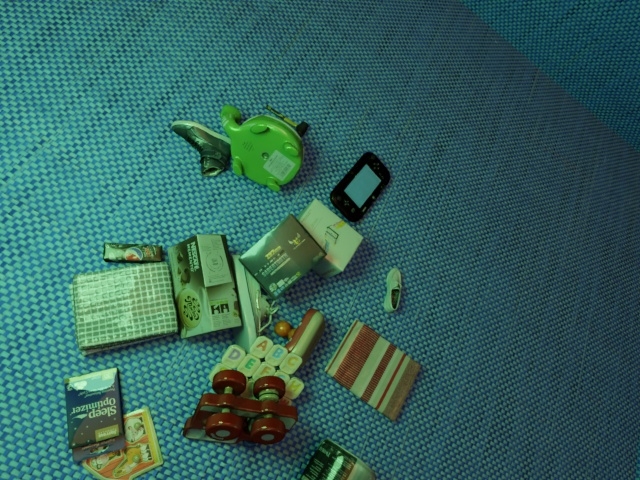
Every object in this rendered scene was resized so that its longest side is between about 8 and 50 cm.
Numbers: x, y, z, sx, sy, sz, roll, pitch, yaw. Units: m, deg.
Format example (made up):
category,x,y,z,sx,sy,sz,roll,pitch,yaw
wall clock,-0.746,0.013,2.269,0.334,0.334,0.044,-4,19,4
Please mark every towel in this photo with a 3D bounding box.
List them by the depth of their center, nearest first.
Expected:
category,x,y,z,sx,sy,sz,roll,pitch,yaw
towel,-0.587,0.197,1.203,0.284,0.121,0.234,-9,78,-24
towel,0.199,0.481,1.500,0.329,0.037,0.237,38,67,-7

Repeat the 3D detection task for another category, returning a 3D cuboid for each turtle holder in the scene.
category,x,y,z,sx,sy,sz,roll,pitch,yaw
turtle holder,-0.215,-0.343,1.464,0.321,0.243,0.227,10,34,1

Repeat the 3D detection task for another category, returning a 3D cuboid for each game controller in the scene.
category,x,y,z,sx,sy,sz,roll,pitch,yaw
game controller,0.170,-0.224,1.666,0.166,0.067,0.319,42,65,-7

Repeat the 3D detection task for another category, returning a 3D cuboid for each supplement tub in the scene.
category,x,y,z,sx,sy,sz,roll,pitch,yaw
supplement tub,0.007,0.816,1.228,0.207,0.207,0.338,40,65,-8

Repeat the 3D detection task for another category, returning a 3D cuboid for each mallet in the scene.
category,x,y,z,sx,sy,sz,roll,pitch,yaw
mallet,-0.143,-0.485,1.631,0.190,0.039,0.062,24,70,-10

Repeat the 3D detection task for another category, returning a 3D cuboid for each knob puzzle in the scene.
category,x,y,z,sx,sy,sz,roll,pitch,yaw
knob puzzle,-0.573,0.598,1.147,0.213,0.030,0.213,6,74,-21

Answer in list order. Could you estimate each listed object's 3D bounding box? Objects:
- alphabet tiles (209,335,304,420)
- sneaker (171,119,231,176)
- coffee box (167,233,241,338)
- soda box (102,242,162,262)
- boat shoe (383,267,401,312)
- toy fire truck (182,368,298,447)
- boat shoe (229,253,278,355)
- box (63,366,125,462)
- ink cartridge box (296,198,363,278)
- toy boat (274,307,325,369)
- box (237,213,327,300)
category,x,y,z,sx,sy,sz,roll,pitch,yaw
alphabet tiles,-0.198,0.445,1.265,0.284,0.021,0.278,35,96,-18
sneaker,-0.435,-0.324,1.431,0.226,0.086,0.163,19,66,-18
coffee box,-0.368,0.143,1.267,0.119,0.168,0.297,2,73,-53
soda box,-0.595,0.042,1.276,0.169,0.060,0.053,3,75,-22
boat shoe,0.296,0.195,1.602,0.066,0.063,0.184,26,67,-14
toy fire truck,-0.236,0.535,1.201,0.302,0.253,0.169,16,37,-18
boat shoe,-0.216,0.222,1.358,0.157,0.136,0.366,-1,69,-33
box,-0.635,0.488,1.131,0.137,0.036,0.225,-9,73,-21
ink cartridge box,0.000,0.000,1.474,0.233,0.171,0.168,38,65,-9
toy boat,-0.092,0.329,1.380,0.151,0.151,0.231,24,63,18
box,-0.123,0.053,1.313,0.233,0.059,0.183,-40,90,-7
